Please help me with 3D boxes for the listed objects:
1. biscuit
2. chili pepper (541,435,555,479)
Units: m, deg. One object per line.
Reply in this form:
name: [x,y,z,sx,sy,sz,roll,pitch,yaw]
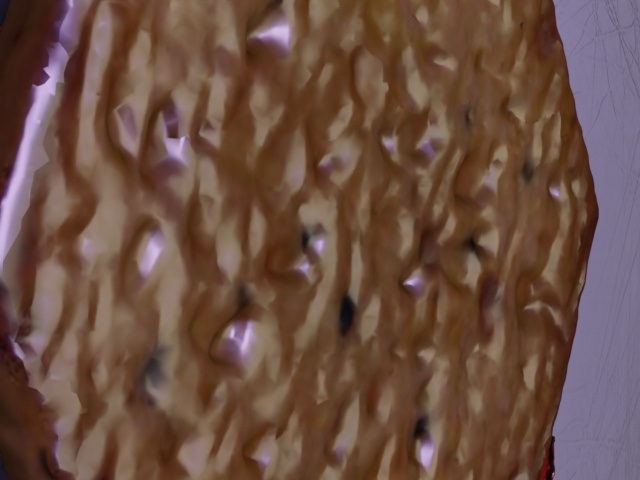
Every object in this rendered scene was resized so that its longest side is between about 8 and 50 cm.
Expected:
biscuit: [-0.001,0.000,0.706,0.359,0.046,0.359,-3,94,-49]
chili pepper: [0.049,0.074,0.907,0.387,0.110,0.110,60,40,-51]
